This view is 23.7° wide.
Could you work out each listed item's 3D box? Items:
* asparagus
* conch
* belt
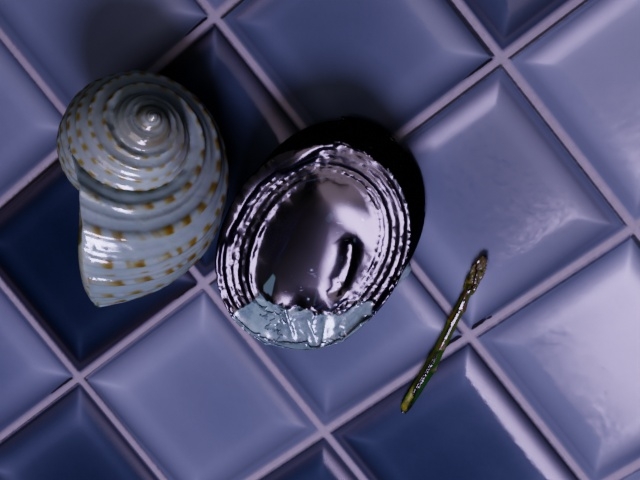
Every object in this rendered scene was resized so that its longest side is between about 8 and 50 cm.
[{"bbox_3d":[0.102,0.080,1.258,0.016,0.013,0.166,24,117,-3],"label":"asparagus"},{"bbox_3d":[-0.136,-0.043,1.224,0.131,0.200,0.172,-13,69,-1],"label":"conch"},{"bbox_3d":[0.000,0.000,1.226,0.151,0.078,0.198,34,116,-1],"label":"belt"}]
